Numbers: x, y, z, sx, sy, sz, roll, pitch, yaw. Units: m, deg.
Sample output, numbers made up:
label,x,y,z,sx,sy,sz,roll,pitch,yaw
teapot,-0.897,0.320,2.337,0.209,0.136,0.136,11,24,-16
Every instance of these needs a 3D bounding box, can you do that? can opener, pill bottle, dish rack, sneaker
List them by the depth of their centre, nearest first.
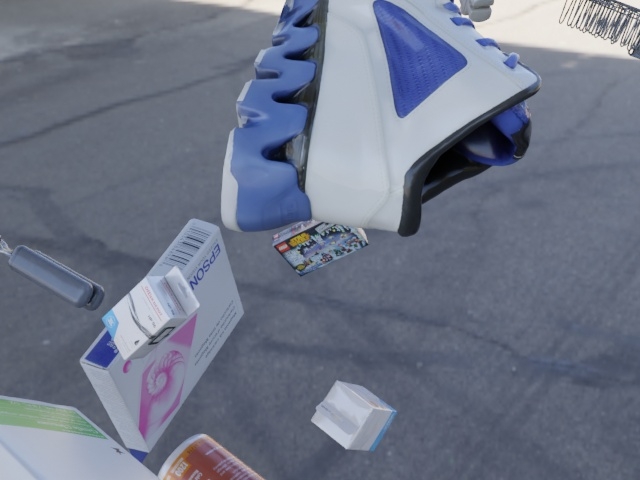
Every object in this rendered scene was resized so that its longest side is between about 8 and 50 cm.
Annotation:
label,x,y,z,sx,sy,sz,roll,pitch,yaw
sneaker,0.061,-0.130,0.667,0.182,0.127,0.315,14,70,4
pill bottle,-0.129,0.391,1.454,0.216,0.121,0.121,31,37,24
dish rack,0.457,-0.340,1.535,0.271,0.074,0.208,18,13,-13
can opener,-0.498,0.061,1.664,0.283,0.095,0.076,26,-2,22

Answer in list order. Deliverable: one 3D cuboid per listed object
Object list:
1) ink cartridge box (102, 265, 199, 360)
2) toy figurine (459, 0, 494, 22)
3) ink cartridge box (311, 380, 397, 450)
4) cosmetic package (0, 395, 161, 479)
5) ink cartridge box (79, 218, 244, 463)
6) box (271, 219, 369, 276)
label,x,y,z,sx,sy,sz,roll,pitch,yaw
ink cartridge box,-0.154,0.065,0.892,0.048,0.083,0.028,56,23,18
toy figurine,0.150,-0.404,1.560,0.213,0.209,0.148,29,34,-41
ink cartridge box,0.060,0.320,1.800,0.092,0.090,0.143,33,2,27
cosmetic package,-0.278,0.312,1.071,0.365,0.155,0.197,23,0,41
ink cartridge box,-0.245,0.187,1.690,0.071,0.330,0.324,15,52,25
box,0.000,0.000,1.663,0.137,0.094,0.027,-26,41,17
